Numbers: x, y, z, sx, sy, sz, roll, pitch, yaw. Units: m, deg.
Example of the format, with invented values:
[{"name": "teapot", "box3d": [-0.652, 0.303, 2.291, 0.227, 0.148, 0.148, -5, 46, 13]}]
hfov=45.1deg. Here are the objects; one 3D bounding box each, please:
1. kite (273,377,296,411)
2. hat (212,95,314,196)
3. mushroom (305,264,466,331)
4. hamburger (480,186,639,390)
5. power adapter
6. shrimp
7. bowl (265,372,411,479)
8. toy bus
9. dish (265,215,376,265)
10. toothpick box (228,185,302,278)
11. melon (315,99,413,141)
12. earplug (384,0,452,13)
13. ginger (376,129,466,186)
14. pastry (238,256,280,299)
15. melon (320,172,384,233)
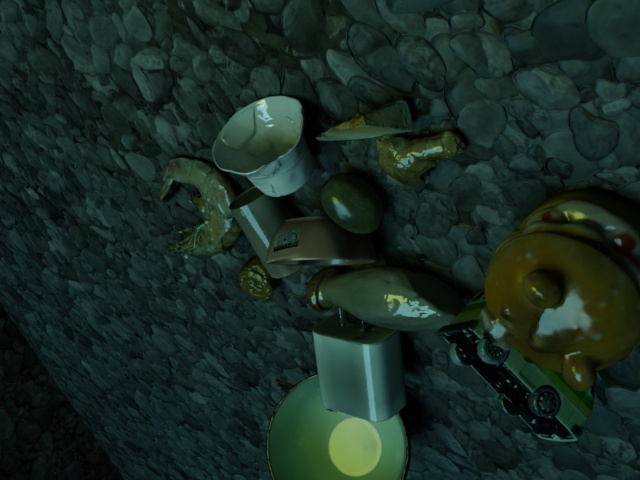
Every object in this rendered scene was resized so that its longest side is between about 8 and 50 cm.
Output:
[{"name": "kite", "box3d": [-0.075, 0.450, 2.117, 0.159, 0.010, 0.190, -39, 70, 34]}, {"name": "hat", "box3d": [-0.088, -0.161, 1.427, 0.203, 0.203, 0.126, 10, 153, 37]}, {"name": "mushroom", "box3d": [0.121, 0.110, 1.518, 0.350, 0.128, 0.128, 5, 130, 40]}, {"name": "hamburger", "box3d": [0.373, 0.085, 1.163, 0.276, 0.237, 0.276, 26, 139, 25]}, {"name": "power adapter", "box3d": [0.083, 0.244, 1.676, 0.187, 0.124, 0.255, 7, 111, 38]}, {"name": "shrimp", "box3d": [-0.295, -0.064, 1.792, 0.247, 0.085, 0.360, 53, 141, 1]}, {"name": "bowl", "box3d": [0.064, 0.498, 1.856, 0.354, 0.354, 0.185, 23, 174, 25]}, {"name": "toy bus", "box3d": [0.363, 0.209, 1.360, 0.276, 0.165, 0.133, 45, 160, -5]}, {"name": "dish", "box3d": [0.000, 0.000, 1.498, 0.213, 0.213, 0.090, -6, 83, 47]}, {"name": "toothpick box", "box3d": [-0.101, -0.021, 1.612, 0.111, 0.111, 0.181, -7, 121, 47]}, {"name": "melon", "box3d": [0.069, -0.191, 1.298, 0.182, 0.098, 0.054, -4, 100, 64]}, {"name": "earplug", "box3d": [0.074, -0.414, 1.002, 0.325, 0.175, 0.214, 34, 139, 28]}, {"name": "ginger", "box3d": [0.166, -0.132, 1.280, 0.165, 0.067, 0.096, 0, 125, 39]}, {"name": "pastry", "box3d": [-0.144, 0.089, 1.819, 0.097, 0.057, 0.109, 18, 140, 23]}, {"name": "melon", "box3d": [0.059, -0.068, 1.421, 0.130, 0.098, 0.098, 37, 145, -3]}]
